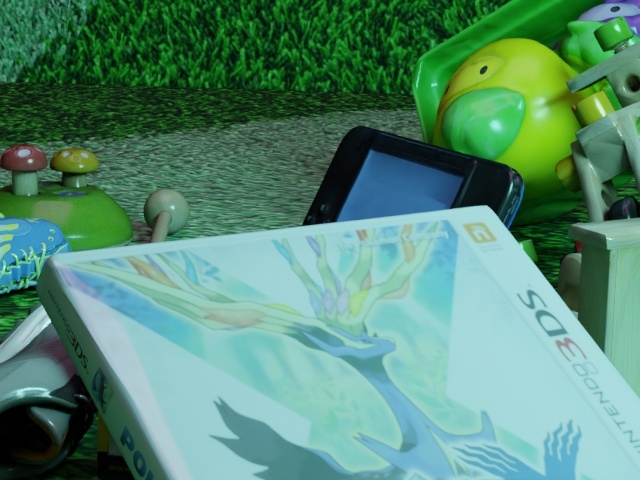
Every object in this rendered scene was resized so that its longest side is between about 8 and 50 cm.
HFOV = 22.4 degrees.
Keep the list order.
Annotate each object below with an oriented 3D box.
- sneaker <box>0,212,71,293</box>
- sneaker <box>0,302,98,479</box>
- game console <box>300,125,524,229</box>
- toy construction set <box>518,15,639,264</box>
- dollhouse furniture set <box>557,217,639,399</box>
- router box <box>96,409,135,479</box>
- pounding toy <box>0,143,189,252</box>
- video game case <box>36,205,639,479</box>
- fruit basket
[{"bbox_3d":[-0.298,0.009,1.532,0.126,0.091,0.240,0,11,-10],"label":"sneaker"},{"bbox_3d":[-0.188,0.110,1.104,0.108,0.100,0.271,21,25,27],"label":"sneaker"},{"bbox_3d":[0.000,0.000,1.459,0.173,0.250,0.293,26,-2,-32],"label":"game console"},{"bbox_3d":[0.321,-0.113,1.517,0.257,0.237,0.309,-16,-7,-29],"label":"toy construction set"},{"bbox_3d":[0.179,0.047,1.256,0.212,0.161,0.242,-6,14,-31],"label":"dollhouse furniture set"},{"bbox_3d":[-0.054,0.097,1.054,0.178,0.133,0.046,4,12,13],"label":"router box"},{"bbox_3d":[-0.272,-0.053,1.785,0.236,0.110,0.183,3,12,6],"label":"pounding toy"},{"bbox_3d":[0.046,0.103,0.911,0.329,0.036,0.300,-7,48,-35],"label":"video game case"},{"bbox_3d":[0.241,-0.161,1.805,0.392,0.283,0.392,-9,-23,-4],"label":"fruit basket"}]
